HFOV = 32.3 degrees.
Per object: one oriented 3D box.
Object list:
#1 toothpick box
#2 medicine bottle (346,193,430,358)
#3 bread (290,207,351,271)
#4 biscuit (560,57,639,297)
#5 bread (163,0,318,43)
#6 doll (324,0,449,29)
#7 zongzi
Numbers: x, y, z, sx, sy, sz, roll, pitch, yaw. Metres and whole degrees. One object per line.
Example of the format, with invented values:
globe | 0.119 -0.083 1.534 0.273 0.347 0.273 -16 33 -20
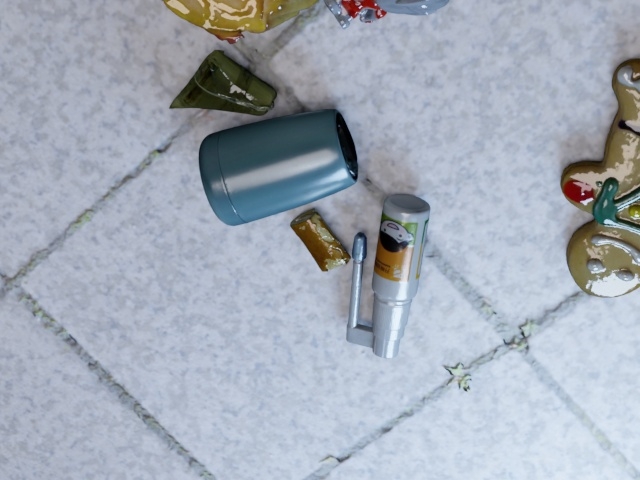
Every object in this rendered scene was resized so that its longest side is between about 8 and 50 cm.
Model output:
toothpick box | -0.048 -0.095 1.365 0.184 0.120 0.120 -15 110 13
medicine bottle | 0.083 0.047 1.436 0.092 0.061 0.221 13 116 14
bread | 0.000 0.000 1.443 0.047 0.036 0.083 -25 108 33
biscuit | 0.392 -0.058 1.341 0.196 0.049 0.302 22 117 3
bread | -0.088 -0.363 1.239 0.274 0.149 0.274 3 121 6
doll | 0.087 -0.291 1.280 0.180 0.079 0.094 -12 134 27
zongzi | -0.122 -0.172 1.386 0.104 0.052 0.113 36 128 -13
